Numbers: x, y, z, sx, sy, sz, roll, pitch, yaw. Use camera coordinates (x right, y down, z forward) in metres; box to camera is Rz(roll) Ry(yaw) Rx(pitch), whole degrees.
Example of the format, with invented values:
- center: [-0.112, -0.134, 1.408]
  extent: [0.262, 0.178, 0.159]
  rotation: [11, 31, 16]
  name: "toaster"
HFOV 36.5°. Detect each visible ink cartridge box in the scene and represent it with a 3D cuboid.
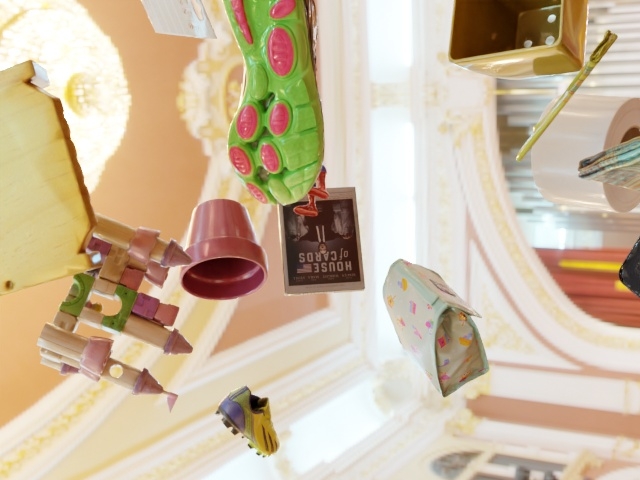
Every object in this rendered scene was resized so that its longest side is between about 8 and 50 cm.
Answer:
- center: [-0.278, -0.468, 1.885]
  extent: [0.045, 0.179, 0.145]
  rotation: [-51, -43, -32]
  name: "ink cartridge box"

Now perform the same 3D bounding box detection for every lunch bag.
- center: [0.255, 0.179, 2.187]
  extent: [0.160, 0.223, 0.262]
  rotation: [-28, -51, -10]
  name: "lunch bag"

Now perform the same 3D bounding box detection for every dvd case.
- center: [0.000, 0.000, 2.158]
  extent: [0.029, 0.179, 0.239]
  rotation: [108, 158, -72]
  name: "dvd case"

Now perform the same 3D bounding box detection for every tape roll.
- center: [0.588, -0.188, 2.074]
  extent: [0.246, 0.169, 0.246]
  rotation: [-13, -71, -43]
  name: "tape roll"

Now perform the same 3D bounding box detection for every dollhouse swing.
- center: [-0.484, -0.103, 1.715]
  extent: [0.305, 0.315, 0.347]
  rotation: [-20, -86, -70]
  name: "dollhouse swing"

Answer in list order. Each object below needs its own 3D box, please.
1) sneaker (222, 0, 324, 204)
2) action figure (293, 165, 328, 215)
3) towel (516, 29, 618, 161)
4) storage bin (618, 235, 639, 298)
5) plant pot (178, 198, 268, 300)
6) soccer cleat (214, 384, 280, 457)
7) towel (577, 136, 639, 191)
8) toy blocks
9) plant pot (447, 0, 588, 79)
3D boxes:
- center: [-0.063, -0.293, 1.713]
  extent: [0.202, 0.185, 0.483]
  rotation: [-50, -36, -63]
  name: "sneaker"
- center: [-0.059, -0.188, 1.900]
  extent: [0.139, 0.091, 0.280]
  rotation: [16, -134, -19]
  name: "action figure"
- center: [0.387, -0.227, 1.549]
  extent: [0.102, 0.021, 0.237]
  rotation: [-46, -9, -40]
  name: "towel"
- center: [0.590, 0.024, 1.588]
  extent: [0.084, 0.122, 0.180]
  rotation: [11, -64, -37]
  name: "storage bin"
- center: [-0.224, 0.013, 2.212]
  extent: [0.201, 0.201, 0.180]
  rotation: [49, -152, -52]
  name: "plant pot"
- center: [-0.154, 0.453, 2.421]
  extent: [0.121, 0.093, 0.289]
  rotation: [-44, -39, -6]
  name: "soccer cleat"
- center: [0.518, -0.096, 1.150]
  extent: [0.271, 0.370, 0.040]
  rotation: [11, -103, -17]
  name: "towel"
- center: [-0.351, 0.146, 1.815]
  extent: [0.309, 0.260, 0.288]
  rotation: [130, 161, -67]
  name: "toy blocks"
- center: [0.374, -0.394, 1.741]
  extent: [0.187, 0.212, 0.212]
  rotation: [23, -110, -51]
  name: "plant pot"
